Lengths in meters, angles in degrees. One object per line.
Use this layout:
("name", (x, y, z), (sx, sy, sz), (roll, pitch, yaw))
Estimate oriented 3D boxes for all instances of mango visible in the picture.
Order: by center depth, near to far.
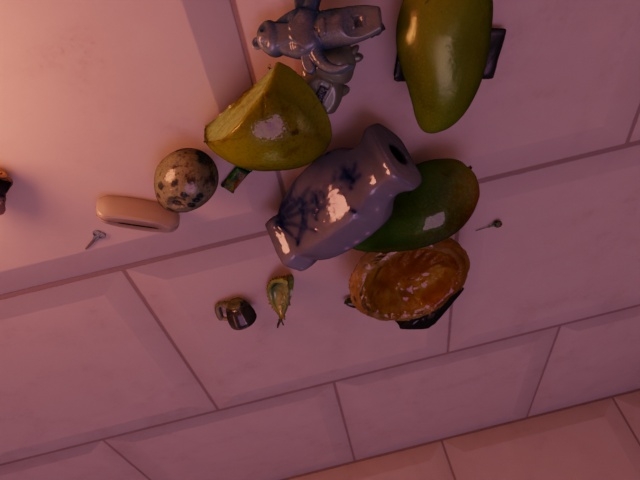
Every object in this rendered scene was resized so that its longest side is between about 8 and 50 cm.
("mango", (0.249, -0.388, 1.143), (0.192, 0.156, 0.343), (-2, 116, -4))
("mango", (0.240, -0.077, 1.476), (0.382, 0.225, 0.201), (-27, 141, 16))

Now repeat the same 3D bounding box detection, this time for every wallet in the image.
("wallet", (0.290, -0.422, 1.256), (0.244, 0.025, 0.124), (-4, 136, -8))
("wallet", (0.401, 0.244, 2.025), (0.168, 0.052, 0.245), (11, 131, -32))

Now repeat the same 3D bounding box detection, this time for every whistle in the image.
("whistle", (-0.010, -0.412, 1.096), (0.269, 0.180, 0.093), (-7, -177, 17))
("whistle", (0.007, -0.336, 1.210), (0.106, 0.102, 0.253), (-32, 155, -53))

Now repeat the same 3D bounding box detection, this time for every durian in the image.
("durian", (-0.124, 0.177, 1.748), (0.086, 0.100, 0.215), (0, 131, -12))

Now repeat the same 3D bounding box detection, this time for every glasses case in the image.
("glasses case", (-0.456, -0.066, 1.394), (0.204, 0.081, 0.051), (10, 135, -24))

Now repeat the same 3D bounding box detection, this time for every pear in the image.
("pear", (-0.101, -0.213, 1.222), (0.239, 0.139, 0.288), (28, 141, -35))

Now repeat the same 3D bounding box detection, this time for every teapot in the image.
("teapot", (-0.276, 0.232, 1.777), (0.124, 0.092, 0.091), (-21, 123, -3))

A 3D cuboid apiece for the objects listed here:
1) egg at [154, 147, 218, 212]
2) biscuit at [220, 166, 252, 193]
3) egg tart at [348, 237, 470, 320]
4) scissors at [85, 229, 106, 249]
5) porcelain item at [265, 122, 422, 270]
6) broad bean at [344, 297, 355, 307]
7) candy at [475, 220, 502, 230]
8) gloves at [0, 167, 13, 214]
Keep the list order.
("egg", (-0.321, -0.138, 1.308), (0.141, 0.141, 0.182), (22, 136, -35))
("biscuit", (-0.216, -0.157, 1.410), (0.046, 0.016, 0.089), (23, 127, -36))
("egg tart", (0.263, 0.095, 1.725), (0.388, 0.169, 0.388), (-8, 135, -8))
("scissors", (-0.605, 0.001, 1.479), (0.083, 0.006, 0.036), (-38, 132, 25))
("porcelain item", (0.048, -0.094, 1.396), (0.405, 0.242, 0.178), (-39, 156, 33))
("broad bean", (0.191, 0.202, 1.920), (0.227, 0.039, 0.069), (-12, 146, -5))
("candy", (0.535, -0.043, 1.764), (0.083, 0.025, 0.023), (-20, 112, 19))
("gloves", (-0.763, -0.107, 1.247), (0.144, 0.094, 0.110), (-38, 164, -6))
